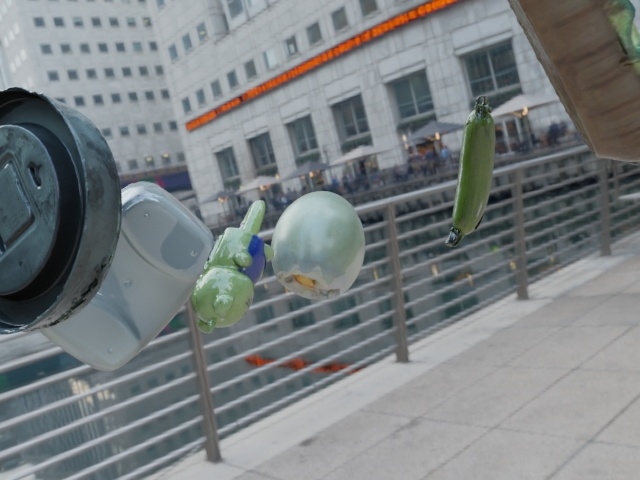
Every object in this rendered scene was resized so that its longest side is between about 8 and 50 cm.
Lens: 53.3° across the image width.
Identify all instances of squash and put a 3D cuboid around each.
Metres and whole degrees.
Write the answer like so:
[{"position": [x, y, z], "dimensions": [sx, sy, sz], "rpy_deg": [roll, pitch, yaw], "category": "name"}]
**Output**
[{"position": [0.318, -0.140, 1.325], "dimensions": [0.080, 0.318, 0.071], "rpy_deg": [1, 17, -21], "category": "squash"}]

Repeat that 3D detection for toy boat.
[{"position": [0.157, -0.167, 0.385], "dimensions": [0.099, 0.292, 0.108], "rpy_deg": [-24, 28, 14], "category": "toy boat"}]

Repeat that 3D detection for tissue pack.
[{"position": [-0.365, 0.061, 1.196], "dimensions": [0.333, 0.229, 0.236], "rpy_deg": [-50, 18, -6], "category": "tissue pack"}]

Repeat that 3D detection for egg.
[{"position": [0.000, 0.000, 1.233], "dimensions": [0.183, 0.217, 0.183], "rpy_deg": [13, -29, 7], "category": "egg"}]

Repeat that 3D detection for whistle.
[{"position": [-0.122, 0.036, 0.920], "dimensions": [0.105, 0.085, 0.227], "rpy_deg": [-42, 24, 51], "category": "whistle"}]

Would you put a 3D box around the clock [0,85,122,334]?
[{"position": [-0.279, -0.026, 0.593], "dimensions": [0.226, 0.225, 0.049], "rpy_deg": [-12, -9, 27], "category": "clock"}]
